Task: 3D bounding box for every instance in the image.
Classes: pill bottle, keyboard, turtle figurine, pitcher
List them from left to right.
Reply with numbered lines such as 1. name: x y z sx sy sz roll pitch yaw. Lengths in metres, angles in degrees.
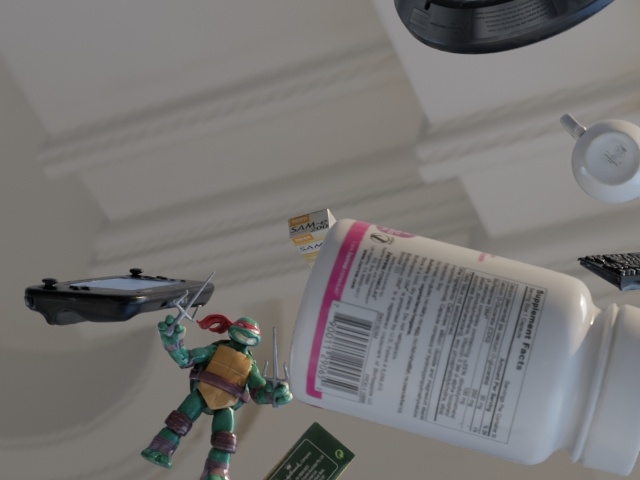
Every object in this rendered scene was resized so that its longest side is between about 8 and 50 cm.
1. turtle figurine: -0.115 0.168 1.678 0.175 0.118 0.234 19 -102 10
2. pill bottle: 0.129 0.091 1.166 0.283 0.160 0.160 15 -137 9
3. pitcher: 0.429 -0.135 2.172 0.125 0.178 0.207 -50 170 8
4. keyboard: 0.406 0.037 1.724 0.180 0.023 0.108 -3 -153 -39

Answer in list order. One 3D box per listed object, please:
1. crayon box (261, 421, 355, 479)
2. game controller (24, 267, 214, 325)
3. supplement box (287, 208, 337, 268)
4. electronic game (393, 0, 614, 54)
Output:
1. crayon box: -0.088 0.421 2.085 0.203 0.083 0.323 -45 172 -40
2. game controller: -0.267 0.073 1.945 0.166 0.067 0.319 -5 -179 18
3. supplement box: 0.000 0.000 2.027 0.062 0.098 0.036 -16 -124 15
4. electronic game: 0.162 -0.230 1.110 0.229 0.048 0.229 -20 -139 18
